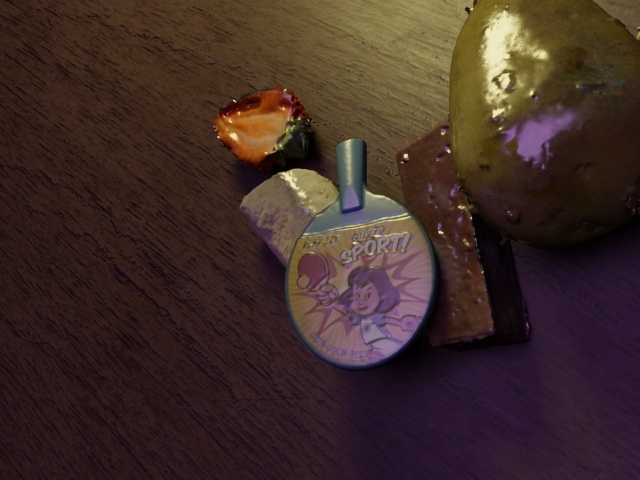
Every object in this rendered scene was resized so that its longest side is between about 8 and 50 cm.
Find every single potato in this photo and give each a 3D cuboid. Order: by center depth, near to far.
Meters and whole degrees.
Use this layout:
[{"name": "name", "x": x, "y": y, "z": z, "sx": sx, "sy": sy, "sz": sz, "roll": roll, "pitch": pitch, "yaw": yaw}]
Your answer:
[{"name": "potato", "x": 0.293, "y": -0.172, "z": 0.909, "sx": 0.269, "sy": 0.219, "sz": 0.359, "roll": -6, "pitch": 64, "yaw": 9}]

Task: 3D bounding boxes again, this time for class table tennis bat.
[{"name": "table tennis bat", "x": 0.050, "y": 0.013, "z": 0.996, "sx": 0.215, "sy": 0.044, "sz": 0.329, "roll": -11, "pitch": 67, "yaw": 21}]

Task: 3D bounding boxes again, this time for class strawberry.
[{"name": "strawberry", "x": -0.085, "y": -0.183, "z": 1.229, "sx": 0.192, "sy": 0.085, "sz": 0.140, "roll": -22, "pitch": 72, "yaw": 30}]

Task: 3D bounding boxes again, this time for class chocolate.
[{"name": "chocolate", "x": 0.186, "y": -0.010, "z": 1.002, "sx": 0.112, "sy": 0.112, "sz": 0.321, "roll": -23, "pitch": 65, "yaw": 35}]

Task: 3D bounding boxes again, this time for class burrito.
[{"name": "burrito", "x": -0.002, "y": 0.003, "z": 1.108, "sx": 0.143, "sy": 0.105, "sz": 0.299, "roll": -48, "pitch": 58, "yaw": 15}]

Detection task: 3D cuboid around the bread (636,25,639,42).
[{"name": "bread", "x": 0.498, "y": -0.222, "z": 0.786, "sx": 0.266, "sy": 0.142, "sz": 0.178, "roll": 31, "pitch": 117, "yaw": 9}]
